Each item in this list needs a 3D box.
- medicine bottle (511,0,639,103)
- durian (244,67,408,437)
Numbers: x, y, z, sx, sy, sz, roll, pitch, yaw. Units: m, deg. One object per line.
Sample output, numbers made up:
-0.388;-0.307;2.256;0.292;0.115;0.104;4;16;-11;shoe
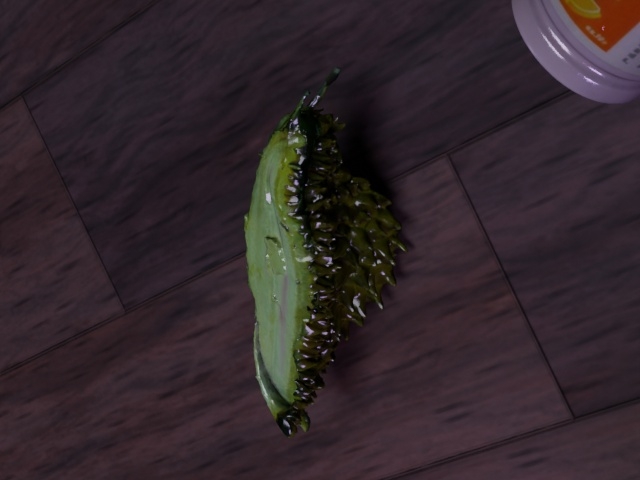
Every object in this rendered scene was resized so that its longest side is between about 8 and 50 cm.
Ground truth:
0.253;-0.211;1.290;0.133;0.133;0.250;57;136;8;medicine bottle
-0.002;0.003;1.648;0.132;0.106;0.375;28;127;35;durian
